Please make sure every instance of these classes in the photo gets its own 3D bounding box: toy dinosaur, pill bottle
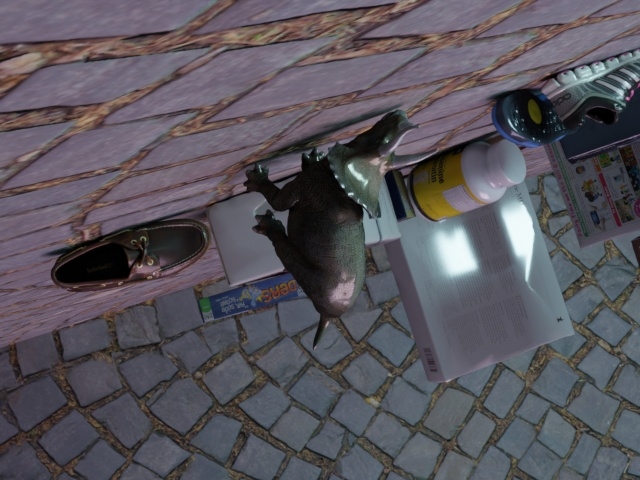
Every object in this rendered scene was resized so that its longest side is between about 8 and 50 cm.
[{"bbox_3d":[0.000,0.000,1.108,0.121,0.314,0.160,-4,-152,-34],"label":"toy dinosaur"},{"bbox_3d":[0.238,-0.101,1.693,0.184,0.103,0.103,-21,176,43],"label":"pill bottle"}]

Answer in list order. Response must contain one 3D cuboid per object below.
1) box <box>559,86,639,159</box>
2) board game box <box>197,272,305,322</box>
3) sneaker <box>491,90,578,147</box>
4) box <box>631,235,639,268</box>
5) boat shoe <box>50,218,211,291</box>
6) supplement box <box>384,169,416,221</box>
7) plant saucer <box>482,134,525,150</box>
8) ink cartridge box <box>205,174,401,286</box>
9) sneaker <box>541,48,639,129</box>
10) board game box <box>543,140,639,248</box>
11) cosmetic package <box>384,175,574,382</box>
[{"bbox_3d":[0.407,-0.175,1.454,0.156,0.093,0.158,-19,176,16],"label":"box"},{"bbox_3d":[-0.053,0.067,1.444,0.201,0.035,0.136,-16,178,16],"label":"board game box"},{"bbox_3d":[0.249,-0.144,1.294,0.082,0.069,0.209,-16,179,34],"label":"sneaker"},{"bbox_3d":[0.615,0.040,1.612,0.167,0.168,0.203,-19,176,37],"label":"box"},{"bbox_3d":[-0.242,0.023,1.332,0.207,0.073,0.073,-18,179,0],"label":"boat shoe"},{"bbox_3d":[0.112,-0.068,1.715,0.056,0.083,0.083,-18,176,16],"label":"supplement box"},{"bbox_3d":[0.291,-0.153,1.794,0.168,0.029,0.168,-18,178,-1],"label":"plant saucer"},{"bbox_3d":[-0.015,-0.023,1.460,0.197,0.114,0.273,-18,177,15],"label":"ink cartridge box"},{"bbox_3d":[0.345,-0.175,1.223,0.170,0.075,0.063,-18,177,-14],"label":"sneaker"},{"bbox_3d":[0.527,-0.135,1.678,0.097,0.224,0.303,-18,178,-45],"label":"board game box"},{"bbox_3d":[0.281,0.042,1.945,0.284,0.377,0.097,-17,178,-17],"label":"cosmetic package"}]
